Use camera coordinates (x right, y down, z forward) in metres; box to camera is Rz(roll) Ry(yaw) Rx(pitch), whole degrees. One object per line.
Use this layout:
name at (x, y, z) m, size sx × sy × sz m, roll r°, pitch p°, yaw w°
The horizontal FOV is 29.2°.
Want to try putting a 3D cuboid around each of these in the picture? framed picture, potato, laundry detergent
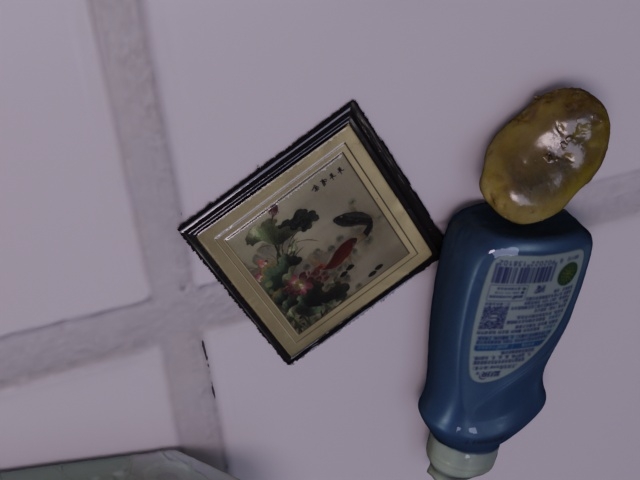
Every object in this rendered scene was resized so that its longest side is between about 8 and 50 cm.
framed picture at (0.000, 0.000, 1.119) m, size 0.195 × 0.010 × 0.199 m, roll -36°, pitch 122°, yaw -1°
potato at (0.203, -0.077, 1.117) m, size 0.138 × 0.070 × 0.091 m, roll -44°, pitch 95°, yaw -1°
laundry detergent at (0.164, 0.107, 1.192) m, size 0.143 × 0.094 × 0.290 m, roll -5°, pitch 120°, yaw -30°

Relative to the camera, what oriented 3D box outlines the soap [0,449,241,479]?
soap at (-0.192, 0.272, 1.087) m, size 0.289 × 0.173 × 0.095 m, roll -5°, pitch 116°, yaw -18°
